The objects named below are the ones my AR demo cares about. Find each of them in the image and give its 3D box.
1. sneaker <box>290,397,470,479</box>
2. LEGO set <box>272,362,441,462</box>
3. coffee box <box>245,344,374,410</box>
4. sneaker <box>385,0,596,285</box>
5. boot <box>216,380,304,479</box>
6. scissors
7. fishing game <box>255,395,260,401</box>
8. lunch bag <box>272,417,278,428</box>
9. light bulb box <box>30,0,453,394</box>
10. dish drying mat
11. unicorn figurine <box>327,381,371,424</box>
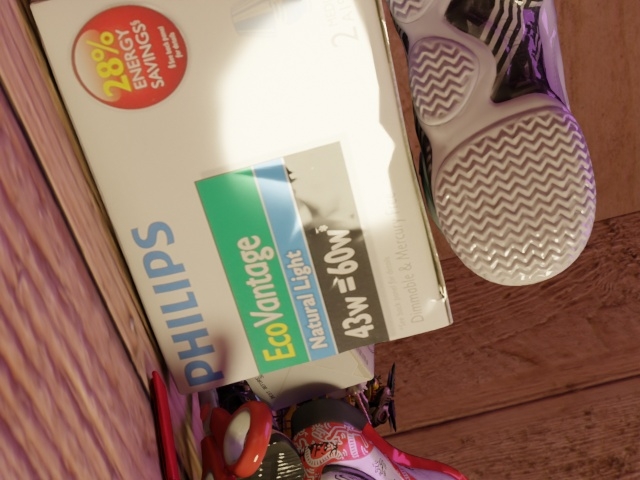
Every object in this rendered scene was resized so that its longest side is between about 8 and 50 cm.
[{"bbox_3d":[0.066,0.270,1.308,0.270,0.090,0.145,39,37,-37],"label":"sneaker"},{"bbox_3d":[0.046,0.211,1.523,0.331,0.192,0.255,-93,176,-51],"label":"LEGO set"},{"bbox_3d":[-0.031,-0.008,1.354,0.168,0.118,0.297,55,25,-37],"label":"coffee box"},{"bbox_3d":[0.119,-0.139,1.042,0.210,0.137,0.366,64,18,-82],"label":"sneaker"},{"bbox_3d":[-0.069,0.159,1.165,0.198,0.076,0.137,100,-25,-60],"label":"boot"},{"bbox_3d":[-0.090,0.153,1.087,0.297,0.021,0.109,-156,-98,-72],"label":"scissors"},{"bbox_3d":[-0.083,0.101,1.504,0.189,0.041,0.264,-97,180,-67],"label":"fishing game"},{"bbox_3d":[-0.056,0.208,1.303,0.071,0.053,0.083,80,-13,-85],"label":"lunch bag"},{"bbox_3d":[-0.062,-0.142,1.082,0.361,0.225,0.358,-103,178,-53],"label":"light bulb box"},{"bbox_3d":[-0.108,0.134,0.959,0.032,0.008,0.083,74,1,-59],"label":"dish drying mat"},{"bbox_3d":[-0.010,0.114,1.409,0.162,0.111,0.060,-93,177,-46],"label":"unicorn figurine"}]
